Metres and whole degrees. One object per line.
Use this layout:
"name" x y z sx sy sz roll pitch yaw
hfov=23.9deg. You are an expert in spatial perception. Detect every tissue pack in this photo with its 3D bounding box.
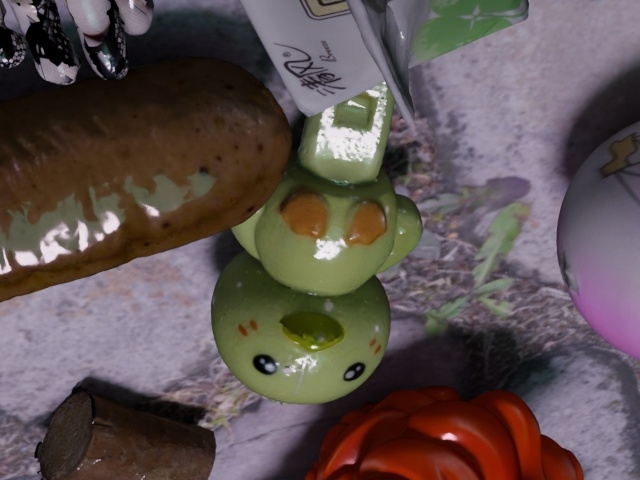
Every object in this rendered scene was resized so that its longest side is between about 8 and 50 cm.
"tissue pack" 0.018 -0.183 0.838 0.159 0.145 0.229 -23 138 7

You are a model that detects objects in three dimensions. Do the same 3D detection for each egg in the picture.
"egg" 0.303 -0.011 1.074 0.271 0.196 0.196 -13 139 7

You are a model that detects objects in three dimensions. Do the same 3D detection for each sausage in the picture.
"sausage" -0.260 -0.005 0.952 0.500 0.123 0.136 -18 -178 -1

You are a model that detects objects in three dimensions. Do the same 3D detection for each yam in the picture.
"yam" -0.155 0.173 1.222 0.127 0.084 0.084 24 125 -32

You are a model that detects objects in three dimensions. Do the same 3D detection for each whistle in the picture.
"whistle" 0.000 0.008 1.050 0.141 0.141 0.294 0 135 -17

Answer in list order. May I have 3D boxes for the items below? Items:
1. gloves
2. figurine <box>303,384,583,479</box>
"gloves" -0.153 -0.167 0.842 0.127 0.111 0.212 -32 165 11
"figurine" 0.106 0.288 1.339 0.306 0.241 0.412 -17 149 14
